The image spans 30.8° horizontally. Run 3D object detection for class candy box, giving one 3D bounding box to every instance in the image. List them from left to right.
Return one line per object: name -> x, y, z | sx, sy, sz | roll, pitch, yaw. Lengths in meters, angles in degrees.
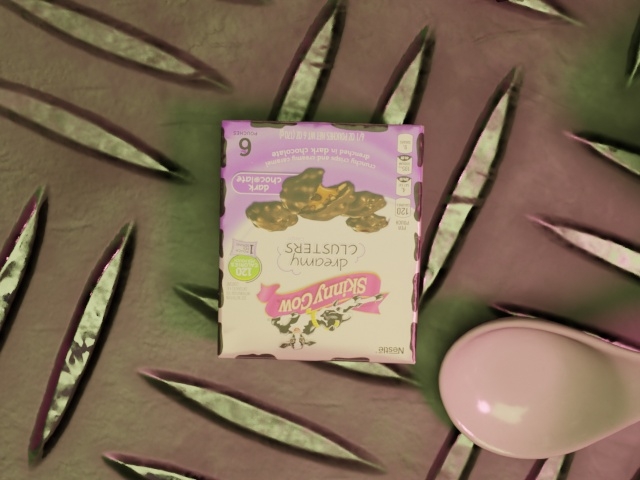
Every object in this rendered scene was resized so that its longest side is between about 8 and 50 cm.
candy box -> 0.000, 0.000, 0.962 | 0.165, 0.070, 0.196 | 1, 94, 0

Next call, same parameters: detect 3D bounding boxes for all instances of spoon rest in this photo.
spoon rest -> 0.228, 0.103, 0.933 | 0.276, 0.084, 0.137 | -19, 110, 19

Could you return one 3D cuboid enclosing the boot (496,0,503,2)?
boot -> 0.315, -0.410, 0.885 | 0.445, 0.146, 0.366 | -13, 103, 5
